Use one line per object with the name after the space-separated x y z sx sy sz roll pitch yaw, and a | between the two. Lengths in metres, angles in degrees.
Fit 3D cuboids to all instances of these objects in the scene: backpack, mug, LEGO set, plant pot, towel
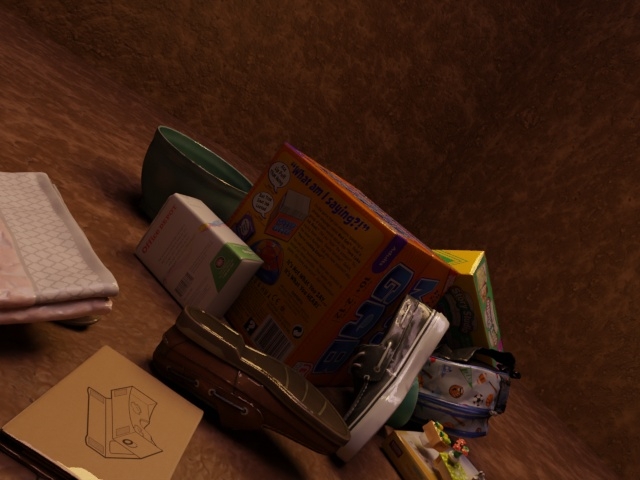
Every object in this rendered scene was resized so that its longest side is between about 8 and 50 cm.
0.289 0.335 1.105 0.277 0.212 0.263 1 -23 35 | backpack
0.133 0.300 0.991 0.098 0.157 0.129 21 -4 -14 | mug
0.230 0.399 0.784 0.132 0.107 0.287 28 25 8 | LEGO set
-0.338 -0.128 1.221 0.293 0.196 0.293 37 10 -7 | plant pot
-0.451 -0.017 0.569 0.317 0.053 0.332 5 29 -48 | towel

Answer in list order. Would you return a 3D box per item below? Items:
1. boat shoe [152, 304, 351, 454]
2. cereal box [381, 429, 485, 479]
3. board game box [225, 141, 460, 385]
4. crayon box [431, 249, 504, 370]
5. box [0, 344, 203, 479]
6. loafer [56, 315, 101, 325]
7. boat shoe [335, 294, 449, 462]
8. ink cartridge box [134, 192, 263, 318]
-0.102 0.224 0.699 0.307 0.104 0.111 36 1 4 | boat shoe
0.243 0.463 0.941 0.240 0.047 0.173 28 14 -45 | cereal box
0.017 0.069 1.069 0.356 0.356 0.356 45 12 36 | board game box
0.299 0.196 1.268 0.314 0.106 0.362 0 -55 35 | crayon box
-0.230 0.211 0.541 0.165 0.021 0.201 36 9 -4 | box
-0.366 0.066 0.647 0.148 0.050 0.056 32 13 -16 | loafer
0.107 0.239 0.874 0.119 0.335 0.121 36 -34 12 | boat shoe
-0.242 0.031 0.935 0.212 0.154 0.093 40 10 20 | ink cartridge box
